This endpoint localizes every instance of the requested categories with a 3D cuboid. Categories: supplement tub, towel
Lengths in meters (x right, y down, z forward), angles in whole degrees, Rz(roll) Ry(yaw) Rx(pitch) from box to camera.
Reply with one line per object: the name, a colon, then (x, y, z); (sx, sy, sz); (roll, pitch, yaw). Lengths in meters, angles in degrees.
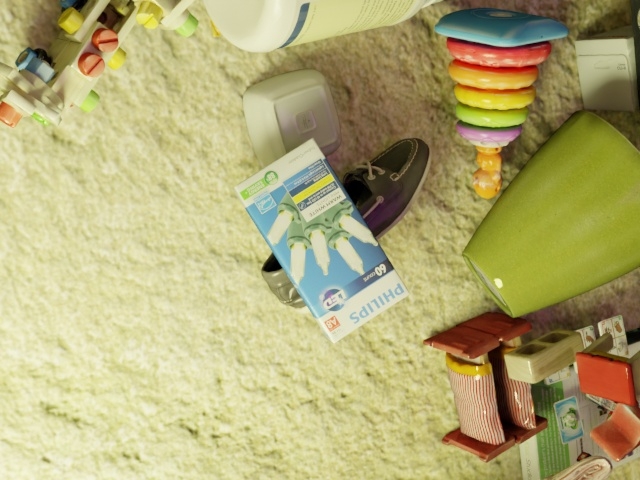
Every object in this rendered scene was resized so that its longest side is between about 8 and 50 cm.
supplement tub: (0.015, -0.397, 1.412); (0.325, 0.235, 0.235); (-18, 106, -30)
towel: (0.274, 0.459, 1.669); (0.317, 0.332, 0.053); (-20, 72, -23)

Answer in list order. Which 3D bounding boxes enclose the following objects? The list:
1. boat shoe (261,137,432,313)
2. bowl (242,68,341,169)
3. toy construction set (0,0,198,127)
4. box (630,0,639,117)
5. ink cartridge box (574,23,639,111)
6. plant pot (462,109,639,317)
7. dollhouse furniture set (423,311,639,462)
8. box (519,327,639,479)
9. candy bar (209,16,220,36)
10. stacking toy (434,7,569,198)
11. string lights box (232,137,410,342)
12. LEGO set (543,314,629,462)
boat shoe: (0.042, -0.041, 1.561); (0.335, 0.112, 0.095); (-51, 122, -9)
bowl: (-0.034, -0.177, 1.532); (0.142, 0.053, 0.142); (-23, 106, -25)
toy construction set: (-0.278, -0.248, 1.286); (0.328, 0.215, 0.151); (-46, 127, -18)
box: (0.664, -0.326, 1.718); (0.318, 0.097, 0.395); (-17, 105, -25)
ink cartridge box: (0.550, -0.304, 1.786); (0.176, 0.128, 0.127); (-19, 106, -25)
plant pot: (0.388, -0.015, 1.692); (0.293, 0.275, 0.275); (-38, 115, 0)
dollhouse furniture set: (0.346, 0.249, 1.624); (0.152, 0.374, 0.201); (-21, 106, -29)
box: (0.500, 0.311, 1.898); (0.322, 0.058, 0.232); (-14, 104, -27)
candy bar: (-0.086, -0.329, 1.498); (0.161, 0.018, 0.040); (-18, 109, -26)
stacking toy: (0.276, -0.211, 1.655); (0.175, 0.166, 0.302); (-18, 118, -39)
string lights box: (0.000, 0.000, 1.472); (0.133, 0.077, 0.260); (-33, 94, -6)
LEGO set: (0.473, 0.271, 1.829); (0.182, 0.060, 0.244); (-16, 95, -22)
